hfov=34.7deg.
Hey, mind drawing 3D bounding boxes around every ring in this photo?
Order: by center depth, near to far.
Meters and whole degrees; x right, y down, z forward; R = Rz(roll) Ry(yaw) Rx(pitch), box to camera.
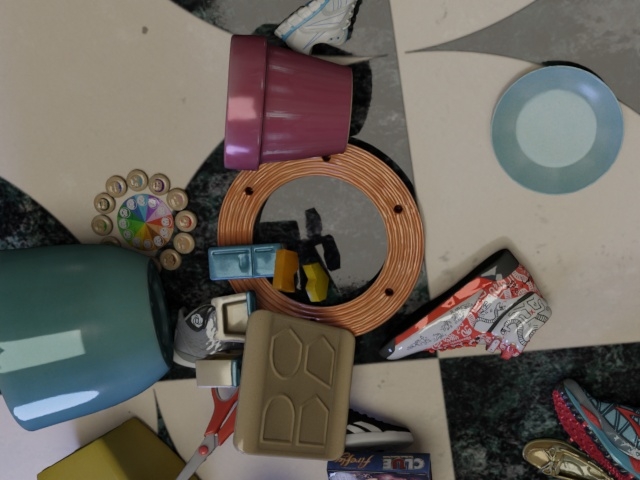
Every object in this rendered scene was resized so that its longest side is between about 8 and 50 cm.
[{"bbox_3d":[0.000,0.000,1.643,0.336,0.032,0.337,2,106,9],"label":"ring"}]

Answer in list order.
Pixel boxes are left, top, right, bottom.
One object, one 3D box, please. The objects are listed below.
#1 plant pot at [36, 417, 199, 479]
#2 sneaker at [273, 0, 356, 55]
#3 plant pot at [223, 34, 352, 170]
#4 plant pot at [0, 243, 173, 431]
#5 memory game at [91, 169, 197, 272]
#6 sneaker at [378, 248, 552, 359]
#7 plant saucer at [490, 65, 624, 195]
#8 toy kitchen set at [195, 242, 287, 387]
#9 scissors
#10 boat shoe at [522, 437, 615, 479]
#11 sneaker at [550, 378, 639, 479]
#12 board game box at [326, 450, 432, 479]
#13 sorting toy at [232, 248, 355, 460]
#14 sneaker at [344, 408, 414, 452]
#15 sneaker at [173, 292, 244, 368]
[{"bbox_3d":[-0.356,0.430,1.749,0.212,0.212,0.187,-31,88,17],"label":"plant pot"},{"bbox_3d":[0.026,-0.340,1.525,0.190,0.071,0.083,-34,104,26],"label":"sneaker"},{"bbox_3d":[-0.048,-0.198,1.515,0.180,0.201,0.201,4,107,-5],"label":"plant pot"},{"bbox_3d":[-0.365,0.137,1.622,0.235,0.293,0.293,-10,104,0],"label":"plant pot"},{"bbox_3d":[-0.293,-0.027,1.695,0.186,0.012,0.186,3,106,9],"label":"memory game"},{"bbox_3d":[0.232,0.146,1.614,0.270,0.090,0.145,-38,94,15],"label":"sneaker"},{"bbox_3d":[0.352,-0.166,1.529,0.195,0.037,0.195,2,106,8],"label":"plant saucer"},{"bbox_3d":[-0.119,0.110,1.566,0.122,0.166,0.207,-4,90,9],"label":"toy kitchen set"},{"bbox_3d":[-0.172,0.333,1.674,0.109,0.297,0.021,18,151,13],"label":"scissors"},{"bbox_3d":[0.406,0.368,1.670,0.153,0.048,0.056,20,109,3],"label":"boat shoe"},{"bbox_3d":[0.483,0.307,1.629,0.125,0.104,0.262,-42,82,-19],"label":"sneaker"},{"bbox_3d":[0.106,0.438,1.693,0.165,0.042,0.243,-1,132,10],"label":"board game box"},{"bbox_3d":[-0.035,0.179,1.576,0.041,0.229,0.307,-3,76,41],"label":"sorting toy"},{"bbox_3d":[0.047,0.291,1.697,0.217,0.121,0.079,2,148,-20],"label":"sneaker"},{"bbox_3d":[-0.137,0.156,1.686,0.228,0.086,0.132,9,105,8],"label":"sneaker"}]
